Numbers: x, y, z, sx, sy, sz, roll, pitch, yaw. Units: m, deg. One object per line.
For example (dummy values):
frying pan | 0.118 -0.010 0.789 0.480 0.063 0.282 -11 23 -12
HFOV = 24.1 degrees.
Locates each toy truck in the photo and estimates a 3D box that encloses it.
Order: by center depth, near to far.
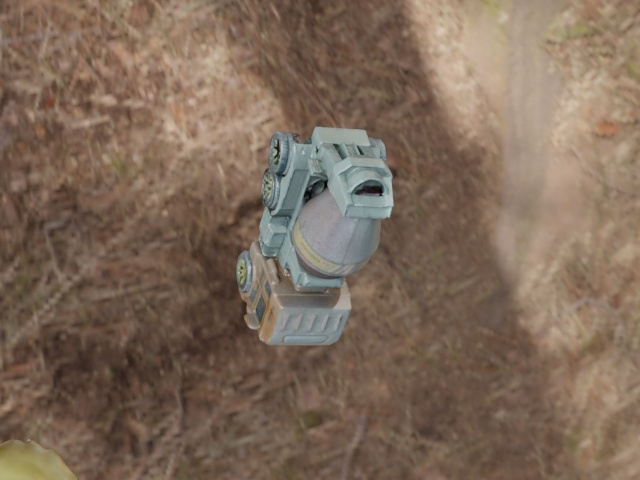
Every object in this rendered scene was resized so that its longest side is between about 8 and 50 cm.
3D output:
toy truck | 0.000 0.000 1.456 0.108 0.140 0.256 2 132 -21

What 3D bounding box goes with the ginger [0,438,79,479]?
ginger | -0.234 0.265 0.804 0.126 0.190 0.354 31 93 -26
